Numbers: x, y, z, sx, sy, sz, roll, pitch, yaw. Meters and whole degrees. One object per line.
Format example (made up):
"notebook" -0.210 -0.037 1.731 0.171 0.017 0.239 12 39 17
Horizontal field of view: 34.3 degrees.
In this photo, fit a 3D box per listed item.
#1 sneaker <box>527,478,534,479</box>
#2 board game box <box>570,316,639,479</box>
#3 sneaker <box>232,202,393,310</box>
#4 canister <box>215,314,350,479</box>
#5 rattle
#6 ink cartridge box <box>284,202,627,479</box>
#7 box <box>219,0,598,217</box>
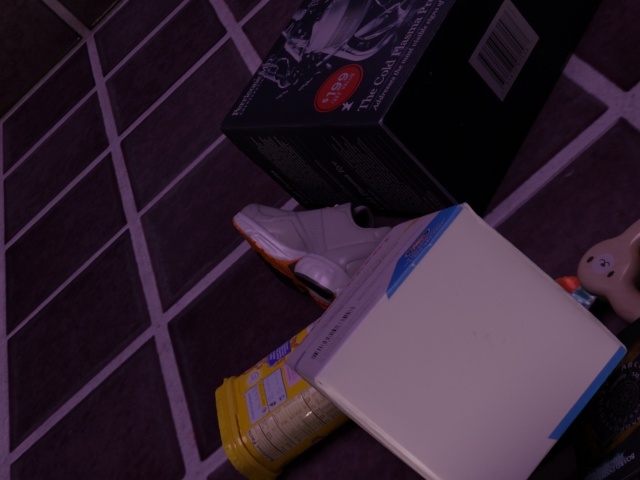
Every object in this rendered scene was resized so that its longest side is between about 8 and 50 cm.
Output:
"sneaker" 0.233 0.235 0.697 0.129 0.111 0.297 -38 32 -18
"board game box" 0.257 0.111 0.782 0.186 0.026 0.126 -50 26 41
"sneaker" 0.000 0.000 1.219 0.121 0.099 0.262 -45 39 -11
"canister" -0.020 0.157 1.078 0.170 0.073 0.126 -37 34 14
"rattle" 0.248 0.011 0.867 0.200 0.143 0.130 -9 67 36
"ink cartridge box" 0.095 0.093 0.846 0.171 0.168 0.233 -50 4 -6
"box" 0.101 -0.213 1.235 0.313 0.179 0.343 5 59 53
